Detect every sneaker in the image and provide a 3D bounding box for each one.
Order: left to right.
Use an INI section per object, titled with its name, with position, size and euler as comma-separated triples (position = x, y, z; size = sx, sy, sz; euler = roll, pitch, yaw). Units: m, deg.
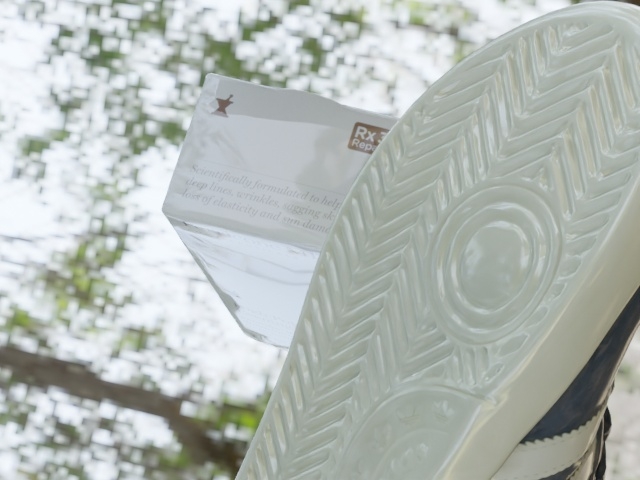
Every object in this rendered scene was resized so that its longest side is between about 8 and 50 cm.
[sneaker]
position = 0.067, 0.077, 0.753
size = 0.148, 0.131, 0.350
euler = 14, -68, -40

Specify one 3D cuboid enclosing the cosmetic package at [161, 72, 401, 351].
[cosmetic package]
position = 0.000, 0.000, 1.070
size = 0.231, 0.117, 0.085
euler = 60, -135, -69
